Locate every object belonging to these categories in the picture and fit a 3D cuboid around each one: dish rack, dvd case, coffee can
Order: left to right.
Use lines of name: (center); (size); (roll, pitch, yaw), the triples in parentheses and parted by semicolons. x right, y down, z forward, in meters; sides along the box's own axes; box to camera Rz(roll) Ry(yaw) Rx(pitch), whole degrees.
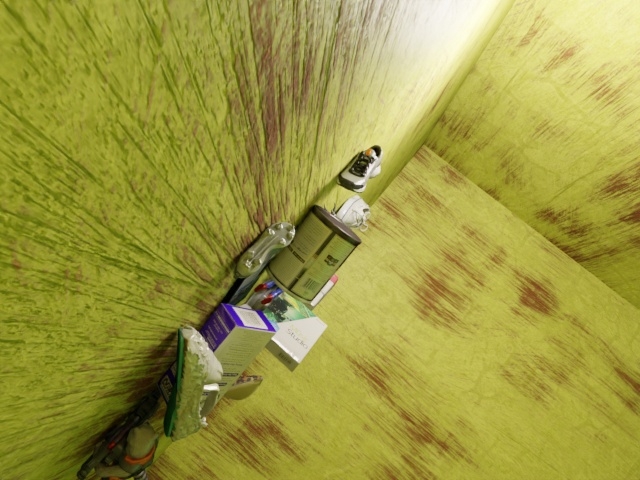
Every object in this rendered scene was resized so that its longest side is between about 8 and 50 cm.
dvd case: (-0.219, 0.116, 1.445); (0.253, 0.022, 0.180); (-53, 173, 25)
dish rack: (-0.258, 0.282, 1.967); (0.332, 0.072, 0.285); (-52, 175, 28)
coffee can: (-0.024, 0.046, 1.606); (0.275, 0.201, 0.201); (-51, 174, 9)

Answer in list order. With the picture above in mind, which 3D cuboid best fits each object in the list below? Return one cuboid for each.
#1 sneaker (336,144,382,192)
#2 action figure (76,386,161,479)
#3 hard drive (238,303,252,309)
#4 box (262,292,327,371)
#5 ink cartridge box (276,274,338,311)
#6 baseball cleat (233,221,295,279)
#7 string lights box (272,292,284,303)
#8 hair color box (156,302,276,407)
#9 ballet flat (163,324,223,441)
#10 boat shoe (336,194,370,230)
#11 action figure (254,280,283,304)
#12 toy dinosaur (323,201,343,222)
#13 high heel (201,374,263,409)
sneaker: (0.135, -0.245, 1.600); (0.271, 0.100, 0.108); (-49, 161, -50)
action figure: (-0.520, 0.594, 1.385); (0.341, 0.179, 0.330); (-49, 176, -45)
hard drive: (-0.394, 0.391, 1.706); (0.353, 0.047, 0.233); (-51, 174, 8)
box: (-0.122, 0.339, 1.851); (0.058, 0.232, 0.322); (-51, 175, 24)
ink cartridge box: (-0.069, 0.220, 2.319); (0.117, 0.207, 0.283); (-56, 172, 36)
baseball cleat: (-0.153, 0.025, 1.231); (0.206, 0.072, 0.109); (-40, -177, -39)
string lights box: (-0.208, 0.319, 2.180); (0.260, 0.076, 0.133); (-40, 171, 35)
hair color box: (-0.312, 0.354, 1.438); (0.338, 0.110, 0.185); (-51, 144, 10)
ballet flat: (-0.331, 0.375, 1.265); (0.147, 0.147, 0.408); (-43, 157, -53)
boat shoe: (0.172, -0.115, 2.319); (0.135, 0.156, 0.367); (-53, 174, 20)
action figure: (-0.125, 0.157, 1.852); (0.139, 0.091, 0.280); (-28, 179, 24)
toy dinosaur: (0.000, 0.000, 1.843); (0.121, 0.160, 0.313); (3, 150, -42)
high heel: (-0.305, 0.451, 1.611); (0.261, 0.093, 0.186); (-26, -142, 16)
